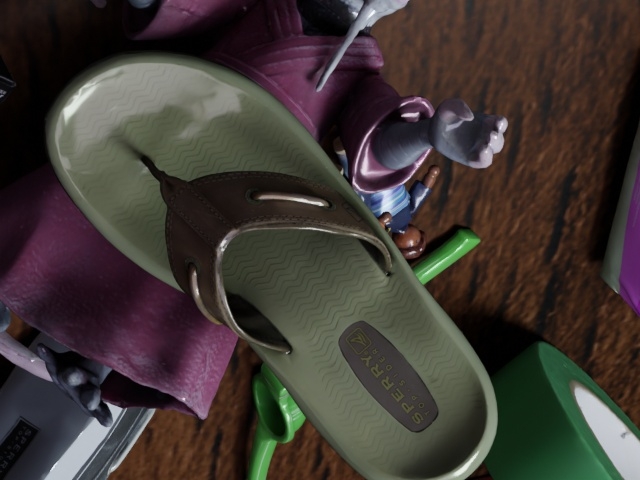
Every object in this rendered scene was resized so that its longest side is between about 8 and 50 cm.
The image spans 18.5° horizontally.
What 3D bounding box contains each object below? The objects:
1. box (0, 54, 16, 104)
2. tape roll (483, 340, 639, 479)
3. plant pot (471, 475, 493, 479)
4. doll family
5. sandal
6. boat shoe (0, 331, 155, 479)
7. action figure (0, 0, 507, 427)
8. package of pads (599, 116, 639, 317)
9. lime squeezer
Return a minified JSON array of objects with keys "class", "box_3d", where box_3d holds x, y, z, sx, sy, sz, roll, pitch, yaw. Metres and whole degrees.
[{"class":"box","box_3d":[-0.292,-0.087,1.114,0.147,0.077,0.180,-47,142,19]},{"class":"tape roll","box_3d":[0.241,0.226,1.535,0.077,0.321,0.321,-40,137,10]},{"class":"plant pot","box_3d":[0.163,0.381,1.703,0.275,0.243,0.275,-15,137,-15]},{"class":"doll family","box_3d":[0.000,0.000,1.369,0.193,0.076,0.111,-26,119,4]},{"class":"sandal","box_3d":[-0.018,0.010,1.047,0.120,0.303,0.086,-47,178,1]},{"class":"boat shoe","box_3d":[-0.221,0.188,1.379,0.306,0.113,0.105,-56,149,-10]},{"class":"action figure","box_3d":[-0.047,-0.050,1.214,0.370,0.248,0.276,-49,175,-13]},{"class":"package of pads","box_3d":[0.334,0.019,1.403,0.101,0.296,0.229,-17,137,-26]},{"class":"lime squeezer","box_3d":[-0.007,0.102,1.496,0.310,0.059,0.110,-54,162,23]}]
